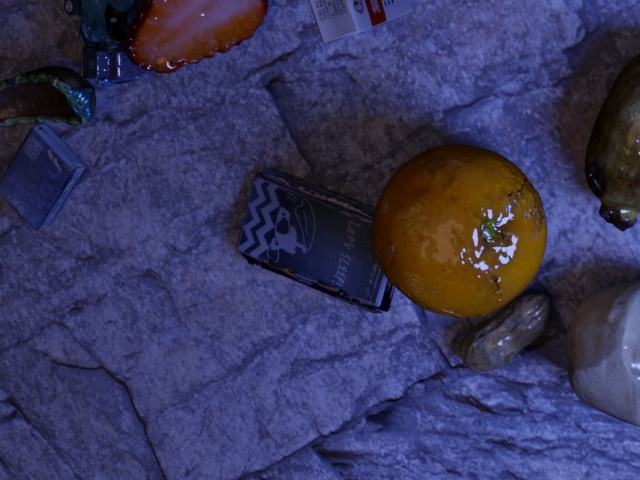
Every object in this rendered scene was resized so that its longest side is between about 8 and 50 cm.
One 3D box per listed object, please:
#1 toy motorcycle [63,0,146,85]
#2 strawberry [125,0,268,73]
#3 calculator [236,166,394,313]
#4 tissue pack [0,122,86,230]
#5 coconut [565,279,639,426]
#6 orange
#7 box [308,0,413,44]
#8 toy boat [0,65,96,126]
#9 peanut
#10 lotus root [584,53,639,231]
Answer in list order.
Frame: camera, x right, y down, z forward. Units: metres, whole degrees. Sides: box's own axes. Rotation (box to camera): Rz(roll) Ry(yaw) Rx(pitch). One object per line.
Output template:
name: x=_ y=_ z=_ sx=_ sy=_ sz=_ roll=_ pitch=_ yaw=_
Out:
toy motorcycle: x=-0.317 y=-0.370 z=2.004 sx=0.182 sy=0.124 sz=0.272 roll=19 pitch=115 yaw=44
strawberry: x=-0.198 y=-0.360 z=1.921 sx=0.237 sy=0.190 sz=0.111 roll=-35 pitch=46 yaw=14
calculator: x=0.000 y=0.000 z=2.019 sx=0.274 sy=0.028 sz=0.165 roll=22 pitch=113 yaw=17
tissue pack: x=-0.483 y=-0.109 z=2.210 sx=0.112 sy=0.051 sz=0.156 roll=45 pitch=121 yaw=9
coconut: x=0.445 y=0.156 z=1.753 sx=0.224 sy=0.224 sz=0.224 roll=9 pitch=111 yaw=24
orange: x=0.193 y=-0.013 z=1.795 sx=0.246 sy=0.246 sz=0.246 roll=9 pitch=111 yaw=24
box: x=0.013 y=-0.456 z=1.744 sx=0.069 sy=0.214 sz=0.353 roll=-16 pitch=100 yaw=28
toy boat: x=-0.479 y=-0.233 z=2.132 sx=0.293 sy=0.099 sz=0.108 roll=-3 pitch=137 yaw=39
peanut: x=0.273 y=0.138 z=1.897 sx=0.080 sy=0.080 sz=0.174 roll=49 pitch=122 yaw=4
lotus root: x=0.431 y=-0.128 z=1.699 sx=0.145 sy=0.128 sz=0.260 roll=20 pitch=117 yaw=9
